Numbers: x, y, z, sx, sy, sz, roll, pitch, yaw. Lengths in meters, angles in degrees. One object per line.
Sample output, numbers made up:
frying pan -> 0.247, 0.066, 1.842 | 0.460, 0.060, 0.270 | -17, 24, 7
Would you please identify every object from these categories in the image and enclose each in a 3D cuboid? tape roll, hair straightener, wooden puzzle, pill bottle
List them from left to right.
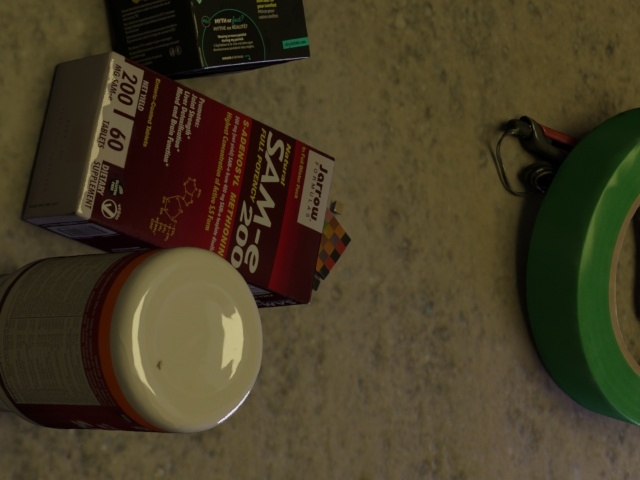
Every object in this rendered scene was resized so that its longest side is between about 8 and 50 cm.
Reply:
pill bottle -> -0.153, 0.069, 1.141 | 0.121, 0.221, 0.121 | 5, 83, -44
wooden puzzle -> 0.000, 0.000, 1.442 | 0.049, 0.006, 0.083 | 53, 54, -27
hair straightener -> 0.254, -0.061, 1.662 | 0.230, 0.047, 0.089 | 20, 73, -42
tape roll -> 0.347, 0.027, 1.679 | 0.321, 0.077, 0.321 | -7, 102, -34

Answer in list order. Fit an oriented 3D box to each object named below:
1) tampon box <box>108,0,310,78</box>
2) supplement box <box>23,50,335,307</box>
tampon box -> -0.093, -0.210, 1.302 | 0.120, 0.101, 0.161 | -11, 94, -44
supplement box -> -0.103, -0.041, 1.301 | 0.239, 0.073, 0.130 | 23, 71, -42
